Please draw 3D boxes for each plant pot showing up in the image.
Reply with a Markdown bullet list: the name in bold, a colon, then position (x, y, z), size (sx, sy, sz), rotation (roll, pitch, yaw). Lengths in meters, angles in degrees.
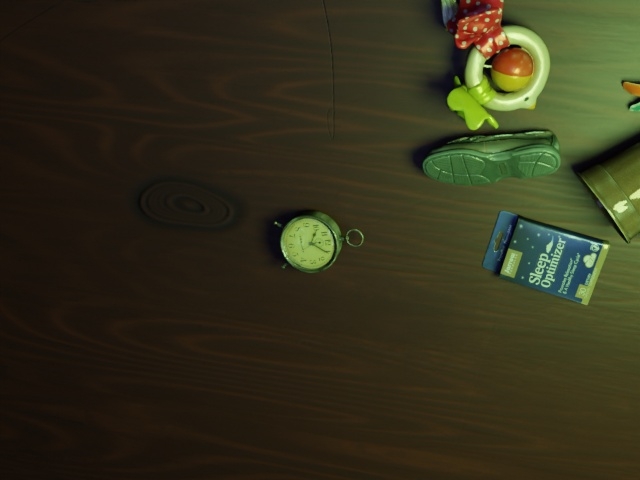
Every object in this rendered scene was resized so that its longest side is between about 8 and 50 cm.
- **plant pot**: position (0.598, -0.107, 1.539), size (0.165, 0.167, 0.167), rotation (-35, 96, 13)

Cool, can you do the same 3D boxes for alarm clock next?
- **alarm clock**: position (0.000, 0.000, 1.768), size (0.192, 0.064, 0.129), rotation (-3, 106, 18)

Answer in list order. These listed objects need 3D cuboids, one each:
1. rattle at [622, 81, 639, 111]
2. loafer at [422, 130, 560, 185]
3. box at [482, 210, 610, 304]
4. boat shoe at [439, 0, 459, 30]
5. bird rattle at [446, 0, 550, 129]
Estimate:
- **rattle**: position (0.662, -0.264, 1.480), size (0.199, 0.143, 0.130), rotation (2, 126, 7)
- **loafer**: position (0.339, -0.169, 1.633), size (0.267, 0.084, 0.096), rotation (-1, 138, 18)
- **box**: position (0.457, 0.035, 1.678), size (0.225, 0.036, 0.137), rotation (17, 110, 10)
- **boat shoe**: position (0.249, -0.472, 1.568), size (0.045, 0.050, 0.135), rotation (-8, 115, 13)
- **bird rattle**: position (0.333, -0.339, 1.563), size (0.206, 0.143, 0.254), rotation (4, 107, -9)
